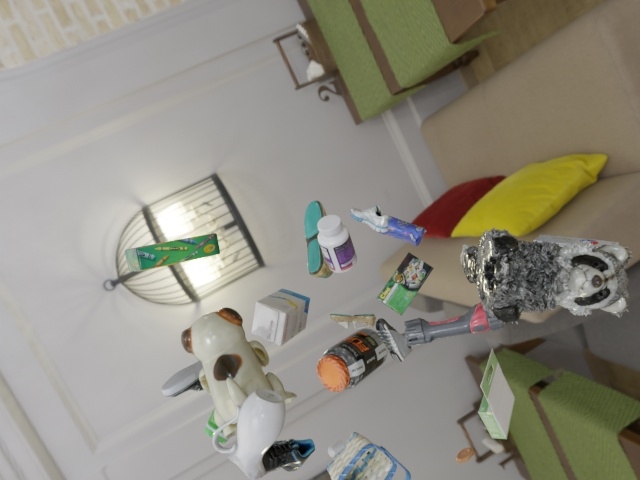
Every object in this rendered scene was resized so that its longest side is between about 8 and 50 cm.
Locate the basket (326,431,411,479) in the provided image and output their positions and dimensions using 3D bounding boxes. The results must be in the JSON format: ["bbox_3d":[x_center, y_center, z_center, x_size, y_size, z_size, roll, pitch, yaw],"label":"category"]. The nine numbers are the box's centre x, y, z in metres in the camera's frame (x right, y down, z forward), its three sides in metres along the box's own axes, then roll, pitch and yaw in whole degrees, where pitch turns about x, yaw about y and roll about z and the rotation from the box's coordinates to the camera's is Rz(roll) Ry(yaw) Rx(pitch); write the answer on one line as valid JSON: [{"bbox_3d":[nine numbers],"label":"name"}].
[{"bbox_3d":[0.172,0.851,1.577,0.201,0.254,0.289,44,174,-19],"label":"basket"}]

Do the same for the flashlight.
[{"bbox_3d":[0.430,0.268,1.438,0.103,0.304,0.103,30,-132,-69],"label":"flashlight"}]

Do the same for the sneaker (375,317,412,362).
[{"bbox_3d":[0.342,0.419,1.968,0.086,0.132,0.228,-2,119,62],"label":"sneaker"}]

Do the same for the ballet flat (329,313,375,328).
[{"bbox_3d":[0.139,0.356,1.936,0.073,0.206,0.067,50,-140,-74],"label":"ballet flat"}]

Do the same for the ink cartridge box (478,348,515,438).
[{"bbox_3d":[0.560,0.497,1.434,0.056,0.171,0.235,-16,112,41],"label":"ink cartridge box"}]

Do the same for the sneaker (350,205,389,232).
[{"bbox_3d":[0.194,-0.101,1.684,0.191,0.071,0.082,30,119,40],"label":"sneaker"}]

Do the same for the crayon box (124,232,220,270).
[{"bbox_3d":[-0.516,0.040,1.543,0.165,0.279,0.081,-6,96,54],"label":"crayon box"}]

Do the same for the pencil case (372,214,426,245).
[{"bbox_3d":[0.448,-0.064,2.540,0.306,0.133,0.119,20,118,13],"label":"pencil case"}]

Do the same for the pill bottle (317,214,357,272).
[{"bbox_3d":[0.053,0.010,1.489,0.108,0.108,0.193,51,166,48],"label":"pill bottle"}]

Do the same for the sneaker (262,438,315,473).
[{"bbox_3d":[-0.164,0.808,1.684,0.341,0.140,0.125,23,-151,-48],"label":"sneaker"}]

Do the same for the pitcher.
[{"bbox_3d":[-0.195,0.507,1.200,0.178,0.207,0.125,20,-178,14],"label":"pitcher"}]

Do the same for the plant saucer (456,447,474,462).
[{"bbox_3d":[0.588,0.875,1.798,0.013,0.083,0.083,53,168,5],"label":"plant saucer"}]

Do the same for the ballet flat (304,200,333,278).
[{"bbox_3d":[0.000,0.000,1.832,0.123,0.123,0.348,82,-177,-61],"label":"ballet flat"}]

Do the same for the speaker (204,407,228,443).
[{"bbox_3d":[-0.392,0.746,1.981,0.131,0.296,0.131,28,159,12],"label":"speaker"}]

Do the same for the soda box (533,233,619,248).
[{"bbox_3d":[0.769,0.033,1.334,0.216,0.074,0.069,9,112,43],"label":"soda box"}]

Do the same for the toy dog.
[{"bbox_3d":[-0.333,0.449,1.560,0.407,0.285,0.395,57,-179,23],"label":"toy dog"}]

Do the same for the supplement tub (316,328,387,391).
[{"bbox_3d":[0.148,0.560,2.063,0.207,0.338,0.207,10,107,36],"label":"supplement tub"}]

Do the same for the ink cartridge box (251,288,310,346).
[{"bbox_3d":[-0.184,0.355,2.076,0.168,0.233,0.171,17,107,23],"label":"ink cartridge box"}]

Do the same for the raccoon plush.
[{"bbox_3d":[0.559,0.051,1.130,0.446,0.299,0.216,-77,-15,-70],"label":"raccoon plush"}]

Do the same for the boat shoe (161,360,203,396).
[{"bbox_3d":[-0.521,0.594,1.897,0.121,0.335,0.119,-8,101,39],"label":"boat shoe"}]

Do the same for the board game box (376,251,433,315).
[{"bbox_3d":[0.379,0.193,1.974,0.136,0.259,0.030,35,169,13],"label":"board game box"}]

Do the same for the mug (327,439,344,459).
[{"bbox_3d":[0.070,0.915,1.907,0.062,0.064,0.078,-26,79,57],"label":"mug"}]
